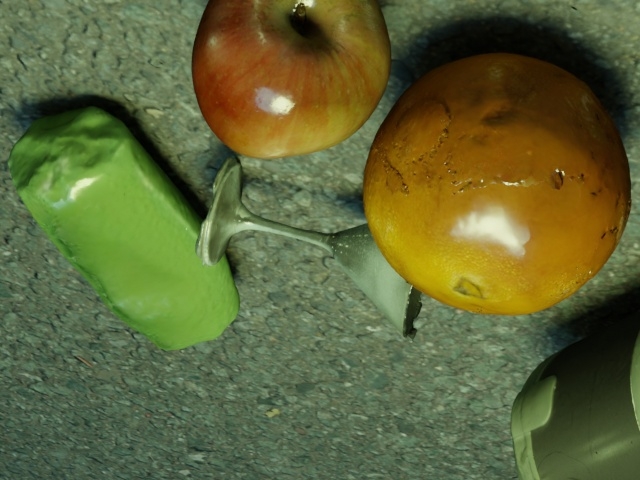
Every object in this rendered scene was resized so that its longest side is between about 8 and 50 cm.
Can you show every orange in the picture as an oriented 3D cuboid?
[{"bbox_3d":[0.156,-0.049,1.371,0.240,0.240,0.240,10,147,7],"label":"orange"}]

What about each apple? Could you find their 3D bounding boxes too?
[{"bbox_3d":[-0.027,-0.154,1.324,0.199,0.199,0.199,10,147,7],"label":"apple"}]

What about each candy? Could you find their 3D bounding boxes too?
[{"bbox_3d":[-0.201,-0.008,1.668,0.142,0.132,0.343,-35,139,-3],"label":"candy"}]

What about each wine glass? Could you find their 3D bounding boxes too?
[{"bbox_3d":[0.000,0.000,1.579,0.232,0.156,0.156,15,148,10],"label":"wine glass"}]

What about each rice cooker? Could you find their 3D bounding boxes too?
[{"bbox_3d":[0.367,0.208,1.620,0.288,0.288,0.277,28,145,-19],"label":"rice cooker"}]
